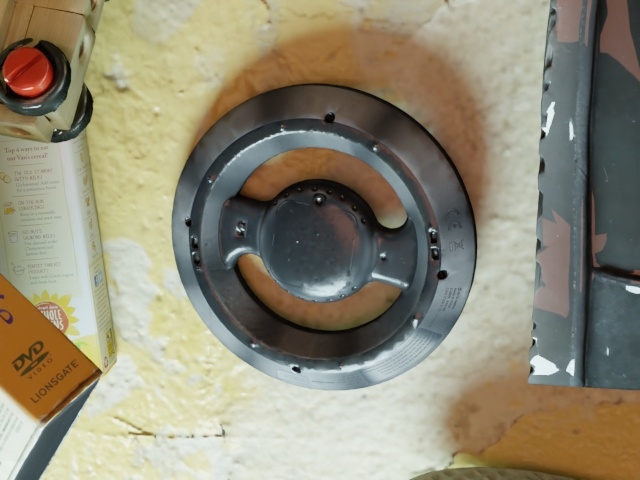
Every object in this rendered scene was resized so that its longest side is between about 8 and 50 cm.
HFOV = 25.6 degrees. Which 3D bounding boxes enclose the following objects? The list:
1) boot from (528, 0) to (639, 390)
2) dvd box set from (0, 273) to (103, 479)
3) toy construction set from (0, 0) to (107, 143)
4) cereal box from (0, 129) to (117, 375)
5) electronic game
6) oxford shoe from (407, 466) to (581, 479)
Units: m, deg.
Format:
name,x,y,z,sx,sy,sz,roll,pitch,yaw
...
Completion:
name,x,y,z,sx,sy,sz,roll,pitch,yaw
boot,0.366,-0.061,0.897,0.445,0.146,0.366,3,110,10
dvd box set,-0.350,0.024,0.965,0.420,0.062,0.307,43,143,5
toy construction set,-0.243,-0.163,0.930,0.215,0.151,0.327,11,92,8
cereal box,-0.254,-0.010,1.058,0.173,0.047,0.240,-3,102,9
electronic game,0.000,0.000,1.020,0.229,0.048,0.229,4,105,16
oxford shoe,0.254,0.282,1.002,0.450,0.169,0.130,17,123,3
